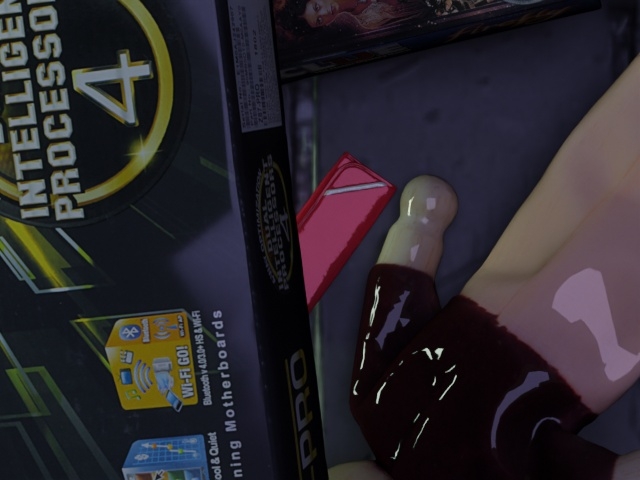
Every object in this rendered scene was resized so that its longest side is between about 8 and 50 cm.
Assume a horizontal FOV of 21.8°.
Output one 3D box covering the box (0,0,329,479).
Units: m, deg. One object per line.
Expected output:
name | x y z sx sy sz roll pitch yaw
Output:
box | -0.160 0.072 0.663 0.318 0.097 0.395 -5 96 13

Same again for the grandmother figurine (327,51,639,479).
grandmother figurine | 0.094 0.053 0.728 0.342 0.208 0.104 -47 130 2

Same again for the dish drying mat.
dish drying mat | 0.000 0.000 0.784 0.032 0.008 0.083 36 84 0

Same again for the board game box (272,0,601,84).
board game box | 0.023 -0.207 0.764 0.165 0.042 0.243 -12 85 15
